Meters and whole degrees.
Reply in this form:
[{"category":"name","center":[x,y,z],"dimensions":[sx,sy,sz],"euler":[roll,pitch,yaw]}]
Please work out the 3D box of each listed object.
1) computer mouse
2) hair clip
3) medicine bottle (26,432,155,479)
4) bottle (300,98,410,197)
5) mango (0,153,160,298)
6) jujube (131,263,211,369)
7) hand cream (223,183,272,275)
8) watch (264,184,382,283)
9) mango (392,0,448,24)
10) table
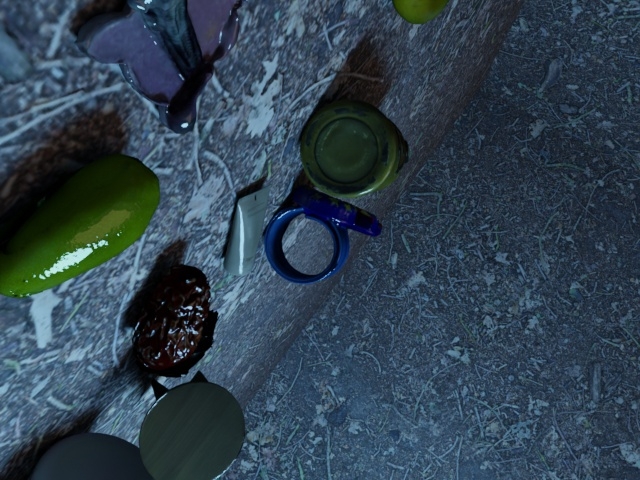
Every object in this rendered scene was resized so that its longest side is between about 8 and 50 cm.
[{"category":"computer mouse","center":[-0.244,0.188,0.878],"dimensions":[0.146,0.078,0.242],"euler":[-55,169,6]},{"category":"hair clip","center":[-0.118,-0.182,0.407],"dimensions":[0.146,0.056,0.187],"euler":[-55,178,-4]},{"category":"medicine bottle","center":[-0.402,0.485,0.745],"dimensions":[0.315,0.202,0.202],"euler":[-56,169,9]},{"category":"bottle","center":[0.092,-0.182,0.988],"dimensions":[0.171,0.172,0.351],"euler":[-59,171,17]},{"category":"mango","center":[-0.211,-0.010,0.429],"dimensions":[0.165,0.074,0.091],"euler":[-51,170,-21]},{"category":"jujube","center":[-0.214,0.112,0.715],"dimensions":[0.165,0.104,0.104],"euler":[-58,169,14]},{"category":"hand cream","center":[-0.132,-0.010,0.848],"dimensions":[0.087,0.054,0.186],"euler":[-34,151,-50]},{"category":"watch","center":[-0.008,-0.004,1.025],"dimensions":[0.200,0.196,0.171],"euler":[-63,159,5]},{"category":"mango","center":[0.164,-0.428,0.788],"dimensions":[0.122,0.085,0.191],"euler":[-47,162,14]},{"category":"table","center":[-0.243,0.314,0.870],"dimensions":[0.167,0.167,0.227],"euler":[-52,-164,-16]}]
